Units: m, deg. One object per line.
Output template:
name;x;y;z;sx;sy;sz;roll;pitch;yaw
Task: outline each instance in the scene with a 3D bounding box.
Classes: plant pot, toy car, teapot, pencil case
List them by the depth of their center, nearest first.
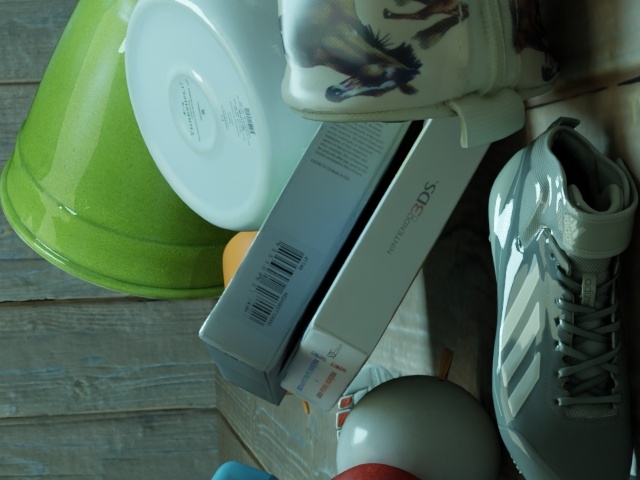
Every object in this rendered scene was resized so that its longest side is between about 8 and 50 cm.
pencil case;0.053;-0.262;0.961;0.183;0.160;0.410;-160;67;-68
toy car;0.055;0.184;1.171;0.210;0.219;0.238;96;-163;-50
teapot;-0.038;-0.144;1.490;0.252;0.187;0.256;52;147;19
plant pot;-0.174;-0.178;2.050;0.366;0.367;0.353;-104;25;-51

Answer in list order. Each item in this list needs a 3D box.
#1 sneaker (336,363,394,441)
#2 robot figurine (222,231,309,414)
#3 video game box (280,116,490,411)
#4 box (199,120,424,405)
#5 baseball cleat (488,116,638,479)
sneaker;0.044;0.188;1.535;0.065;0.061;0.157;158;110;-88
robot figurine;-0.036;0.065;1.788;0.158;0.128;0.219;-45;43;45
video game box;0.049;0.002;1.137;0.205;0.048;0.187;-60;-4;-17
box;0.000;0.000;1.255;0.232;0.058;0.322;-60;-3;-8
baseball cleat;0.127;0.037;0.880;0.109;0.072;0.205;121;142;-63
